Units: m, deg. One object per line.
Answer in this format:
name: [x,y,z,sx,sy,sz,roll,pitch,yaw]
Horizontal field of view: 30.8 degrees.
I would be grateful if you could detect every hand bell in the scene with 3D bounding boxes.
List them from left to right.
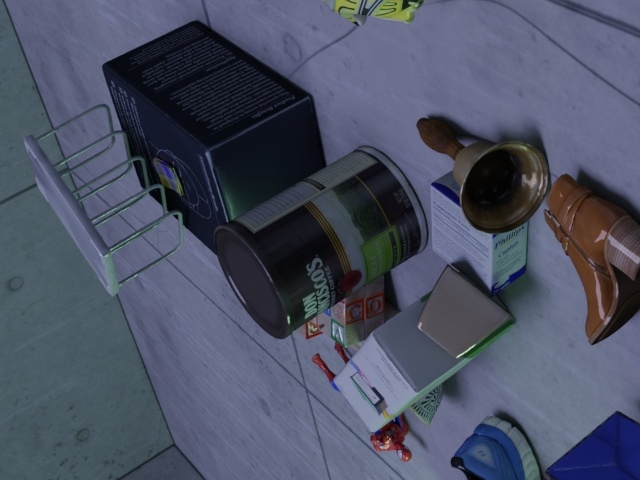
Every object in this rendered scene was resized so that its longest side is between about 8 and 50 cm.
hand bell: [0.186,-0.116,1.544,0.242,0.126,0.126,49,160,55]

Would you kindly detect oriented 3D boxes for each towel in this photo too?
towel: [-0.271,-0.114,2.069,0.083,0.009,0.060,28,143,54]

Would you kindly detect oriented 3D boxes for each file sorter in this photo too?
file sorter: [-0.393,-0.079,2.149,0.277,0.173,0.193,54,163,17]

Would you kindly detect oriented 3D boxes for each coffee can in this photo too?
coffee can: [0.000,0.000,1.833,0.201,0.275,0.201,47,156,28]

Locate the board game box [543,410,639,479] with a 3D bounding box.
board game box: [0.450,0.405,1.501,0.232,0.141,0.291,30,151,57]

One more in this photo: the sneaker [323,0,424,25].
sneaker: [0.103,-0.345,1.392,0.147,0.145,0.385,45,168,-23]

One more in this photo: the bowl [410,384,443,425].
bowl: [0.161,0.232,2.021,0.170,0.080,0.170,47,-179,-1]

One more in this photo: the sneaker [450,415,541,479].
sneaker: [0.313,0.461,1.925,0.330,0.147,0.130,60,159,-7]

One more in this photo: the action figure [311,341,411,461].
action figure: [0.093,0.313,2.292,0.280,0.091,0.139,52,167,18]

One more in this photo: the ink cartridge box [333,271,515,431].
ink cartridge box: [0.155,0.176,1.822,0.117,0.201,0.278,53,158,10]

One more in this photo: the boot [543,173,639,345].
boot: [0.328,0.023,1.424,0.152,0.073,0.197,45,142,30]

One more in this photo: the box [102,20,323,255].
box: [-0.186,-0.172,2.108,0.395,0.212,0.293,40,152,43]

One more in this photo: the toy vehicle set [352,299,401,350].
toy vehicle set: [0.078,0.149,2.187,0.267,0.035,0.166,37,149,45]

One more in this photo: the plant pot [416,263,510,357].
plant pot: [0.194,0.105,1.646,0.109,0.096,0.109,39,-175,5]

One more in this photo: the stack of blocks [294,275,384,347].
stack of blocks: [-0.006,0.088,2.128,0.297,0.087,0.171,30,130,49]

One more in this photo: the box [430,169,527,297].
box: [0.219,-0.016,1.606,0.126,0.072,0.137,41,153,35]
